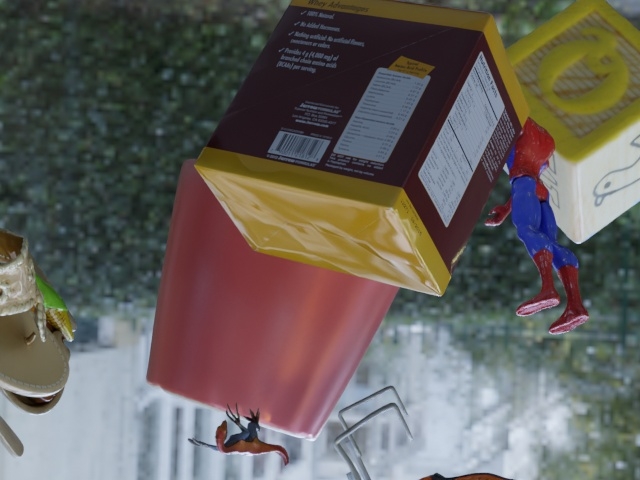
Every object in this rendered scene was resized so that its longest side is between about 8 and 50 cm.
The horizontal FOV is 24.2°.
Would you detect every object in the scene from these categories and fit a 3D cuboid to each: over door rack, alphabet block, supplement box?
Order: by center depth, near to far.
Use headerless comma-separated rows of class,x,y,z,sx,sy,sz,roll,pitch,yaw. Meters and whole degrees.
over door rack,0.053,0.287,1.182,0.108,0.324,0.239,-14,179,1
supplement box,0.038,-0.086,1.228,0.191,0.194,0.129,13,153,32
alphabet block,0.332,-0.153,1.871,0.192,0.193,0.197,-37,150,-9

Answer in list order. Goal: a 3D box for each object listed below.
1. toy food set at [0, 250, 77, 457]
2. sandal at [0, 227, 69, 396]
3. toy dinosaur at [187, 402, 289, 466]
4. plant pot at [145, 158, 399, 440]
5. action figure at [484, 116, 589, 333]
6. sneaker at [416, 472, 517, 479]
toy food set,-0.266,0.096,1.372,0.039,0.132,0.192,-15,-145,22
sandal,-0.246,0.018,1.063,0.079,0.240,0.088,-33,-155,26
toy dinosaur,-0.066,0.173,1.306,0.090,0.047,0.082,24,-168,1
plant pot,-0.057,0.071,1.599,0.275,0.243,0.275,18,174,2
action figure,0.195,-0.028,1.594,0.139,0.280,0.091,-25,142,32
sneaker,0.176,0.329,1.389,0.180,0.124,0.321,-28,-127,-20
